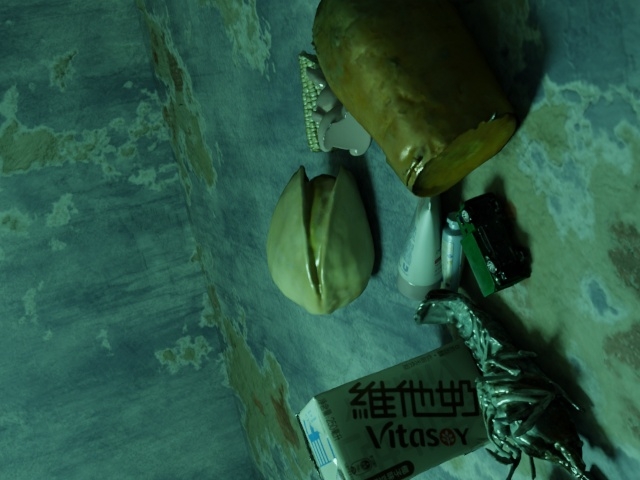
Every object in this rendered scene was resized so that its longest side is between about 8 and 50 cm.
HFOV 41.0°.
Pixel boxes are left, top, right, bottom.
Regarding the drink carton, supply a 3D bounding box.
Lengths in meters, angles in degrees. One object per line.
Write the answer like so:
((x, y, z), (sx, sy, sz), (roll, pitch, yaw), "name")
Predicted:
((0.143, 0.326, 1.524), (0.194, 0.324, 0.132), (66, 157, 16), "drink carton")

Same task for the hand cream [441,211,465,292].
((0.229, 0.028, 1.473), (0.065, 0.043, 0.171), (-85, -7, -53), "hand cream")

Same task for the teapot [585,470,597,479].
((0.371, 0.533, 1.336), (0.223, 0.305, 0.285), (47, -178, -37), "teapot")

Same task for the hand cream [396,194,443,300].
((0.185, -0.012, 1.498), (0.133, 0.083, 0.248), (-78, -7, -47), "hand cream")

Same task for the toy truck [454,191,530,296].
((0.265, 0.004, 1.334), (0.147, 0.065, 0.079), (68, 162, 9), "toy truck")

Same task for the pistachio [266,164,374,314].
((0.000, 0.000, 1.791), (0.238, 0.229, 0.321), (-86, -4, -76), "pistachio")

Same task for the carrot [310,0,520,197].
((0.133, -0.248, 1.266), (0.341, 0.224, 0.224), (58, 155, 21), "carrot")

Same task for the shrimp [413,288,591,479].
((0.286, 0.230, 1.353), (0.221, 0.166, 0.411), (92, 164, -46), "shrimp")

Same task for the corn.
((0.005, -0.283, 1.742), (0.087, 0.087, 0.211), (-158, 59, -63), "corn")

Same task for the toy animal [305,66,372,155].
((0.042, -0.260, 1.645), (0.124, 0.124, 0.212), (96, 170, -46), "toy animal")
